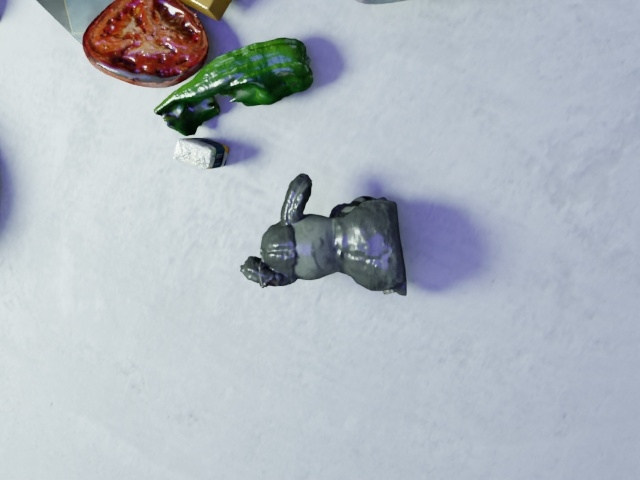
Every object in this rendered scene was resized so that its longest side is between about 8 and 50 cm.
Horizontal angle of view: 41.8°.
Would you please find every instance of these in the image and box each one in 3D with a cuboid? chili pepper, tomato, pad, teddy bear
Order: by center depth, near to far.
[{"bbox_3d":[0.015,-0.011,1.258,0.251,0.144,0.171,7,98,5],"label":"teddy bear"},{"bbox_3d":[-0.133,-0.235,1.277,0.254,0.083,0.099,-20,136,16],"label":"chili pepper"},{"bbox_3d":[-0.264,-0.295,1.301,0.174,0.082,0.166,37,72,8],"label":"tomato"},{"bbox_3d":[-0.355,-0.444,1.352,0.164,0.004,0.243,43,107,4],"label":"pad"}]

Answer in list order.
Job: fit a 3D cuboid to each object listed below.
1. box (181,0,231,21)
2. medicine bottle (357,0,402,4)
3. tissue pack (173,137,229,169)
[{"bbox_3d":[-0.221,-0.456,1.265,0.237,0.070,0.152,31,92,6],"label":"box"},{"bbox_3d":[0.118,-0.484,1.092,0.241,0.241,0.301,-11,97,17],"label":"medicine bottle"},{"bbox_3d":[-0.186,-0.137,1.316,0.062,0.083,0.042,20,103,11],"label":"tissue pack"}]
